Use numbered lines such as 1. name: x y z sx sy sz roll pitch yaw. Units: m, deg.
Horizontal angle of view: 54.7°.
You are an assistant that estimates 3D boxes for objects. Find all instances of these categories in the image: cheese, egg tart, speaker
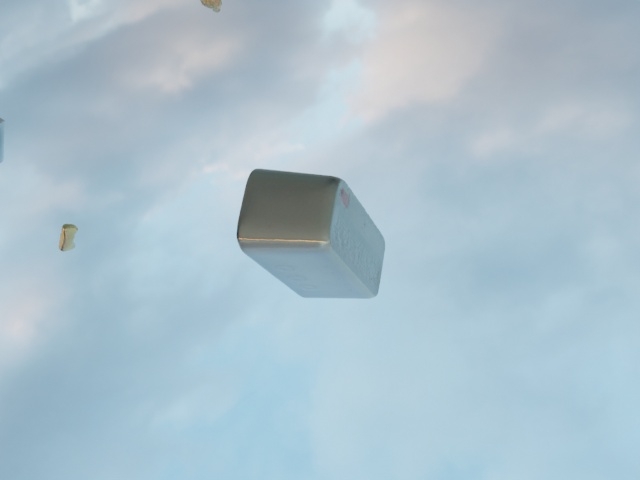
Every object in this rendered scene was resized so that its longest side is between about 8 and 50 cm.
1. cheese: -0.656 -0.007 1.614 0.030 0.083 0.044 42 -146 28
2. egg tart: -0.360 -0.792 1.982 0.049 0.129 0.129 -26 -140 -19
3. speaker: 0.000 0.000 1.298 0.184 0.406 0.183 4 -108 21

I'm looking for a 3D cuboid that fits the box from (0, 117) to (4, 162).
1. box: -0.963 -0.230 1.670 0.067 0.155 0.243 26 -139 2
